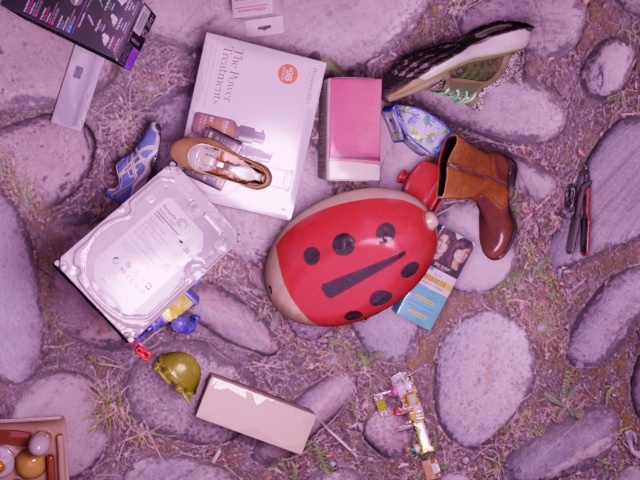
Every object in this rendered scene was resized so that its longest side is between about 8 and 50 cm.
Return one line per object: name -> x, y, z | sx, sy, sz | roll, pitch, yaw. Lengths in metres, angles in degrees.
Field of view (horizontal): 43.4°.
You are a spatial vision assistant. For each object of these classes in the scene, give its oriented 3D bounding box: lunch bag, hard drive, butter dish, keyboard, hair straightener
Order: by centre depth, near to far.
hard drive -> -0.368, 0.023, 1.743 | 0.339, 0.064, 0.237 | -44, 99, -20
keyboard -> -0.546, -0.382, 1.846 | 0.072, 0.014, 0.256 | 18, 92, -4
lunch bag -> 0.217, -0.268, 1.901 | 0.151, 0.129, 0.096 | 37, 89, -10
butter dish -> 0.238, -0.129, 1.924 | 0.118, 0.160, 0.160 | 31, 89, 14
hair straightener -> 0.636, -0.077, 2.018 | 0.089, 0.047, 0.230 | 4, 95, -8

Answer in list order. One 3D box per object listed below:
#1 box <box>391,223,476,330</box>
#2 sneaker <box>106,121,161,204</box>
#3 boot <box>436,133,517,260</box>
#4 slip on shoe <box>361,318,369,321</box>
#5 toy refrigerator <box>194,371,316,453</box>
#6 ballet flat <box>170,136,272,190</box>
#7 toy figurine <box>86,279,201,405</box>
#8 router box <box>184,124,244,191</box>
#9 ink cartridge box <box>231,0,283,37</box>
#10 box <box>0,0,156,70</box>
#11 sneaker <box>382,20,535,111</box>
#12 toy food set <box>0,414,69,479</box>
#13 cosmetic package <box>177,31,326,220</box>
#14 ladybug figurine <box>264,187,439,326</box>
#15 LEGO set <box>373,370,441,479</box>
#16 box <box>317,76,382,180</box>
box -> 0.278, 0.089, 1.979 | 0.100, 0.060, 0.244 | 27, 92, -10
sneaker -> -0.422, -0.177, 1.848 | 0.081, 0.080, 0.211 | 21, 91, -12
boot -> 0.364, -0.092, 1.874 | 0.280, 0.096, 0.264 | 7, 96, -50
slip on shoe -> 0.116, 0.133, 1.971 | 0.051, 0.041, 0.135 | 14, 94, -9
toy refrigerator -> -0.158, 0.414, 1.939 | 0.269, 0.094, 0.102 | 22, 86, -10
ballet flat -> -0.213, -0.170, 1.745 | 0.232, 0.073, 0.080 | 16, 97, -9
toy figurine -> -0.340, 0.169, 1.846 | 0.217, 0.191, 0.362 | -44, 100, -7
router box -> -0.237, -0.183, 1.798 | 0.092, 0.038, 0.122 | 26, 94, -9
ink cartridge box -> -0.145, -0.563, 1.836 | 0.104, 0.061, 0.181 | -1, 97, 23
box -> -0.519, -0.500, 1.749 | 0.270, 0.165, 0.143 | 25, 92, -4
sneaker -> 0.335, -0.375, 1.889 | 0.410, 0.158, 0.182 | -23, 115, -14
toy food set -> -0.706, 0.558, 1.876 | 0.219, 0.092, 0.306 | -2, 95, -8
cosmetic package -> -0.167, -0.259, 1.867 | 0.284, 0.097, 0.377 | 12, 95, -11
ladybug figurine -> 0.066, 0.054, 1.830 | 0.449, 0.162, 0.305 | -31, 108, 20
LEGO set -> 0.207, 0.455, 1.981 | 0.107, 0.132, 0.287 | -16, 104, 3
box -> 0.066, -0.255, 1.871 | 0.126, 0.148, 0.232 | 0, 96, -9
